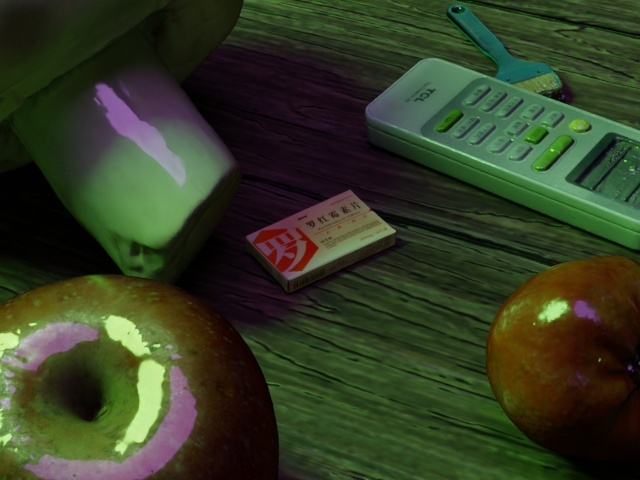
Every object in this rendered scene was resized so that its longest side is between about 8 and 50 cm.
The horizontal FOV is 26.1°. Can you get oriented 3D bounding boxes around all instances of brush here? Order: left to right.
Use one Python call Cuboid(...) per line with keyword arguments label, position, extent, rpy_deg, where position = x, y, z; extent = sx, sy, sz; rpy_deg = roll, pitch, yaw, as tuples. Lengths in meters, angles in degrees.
Cuboid(label="brush", position=(0.149, -0.158, 1.164), extent=(0.051, 0.014, 0.164), rpy_deg=(-17, 42, -18))

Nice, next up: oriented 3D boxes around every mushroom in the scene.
Cuboid(label="mushroom", position=(-0.186, -0.167, 0.969), extent=(0.353, 0.353, 0.325), rpy_deg=(14, 59, 18))

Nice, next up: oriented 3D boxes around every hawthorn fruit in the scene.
Cuboid(label="hawthorn fruit", position=(0.154, 0.064, 0.824), extent=(0.125, 0.125, 0.140), rpy_deg=(-24, 47, -23))

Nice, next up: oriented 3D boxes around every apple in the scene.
Cuboid(label="apple", position=(-0.117, 0.117, 0.754), extent=(0.201, 0.162, 0.201), rpy_deg=(-1, 52, 2))

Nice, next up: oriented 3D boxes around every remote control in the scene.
Cuboid(label="remote control", position=(0.158, -0.070, 1.045), extent=(0.250, 0.034, 0.103), rpy_deg=(26, 48, 28))

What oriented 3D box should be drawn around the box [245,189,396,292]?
Cuboid(label="box", position=(0.000, 0.000, 0.986), extent=(0.093, 0.015, 0.058), rpy_deg=(-24, 47, -24))
